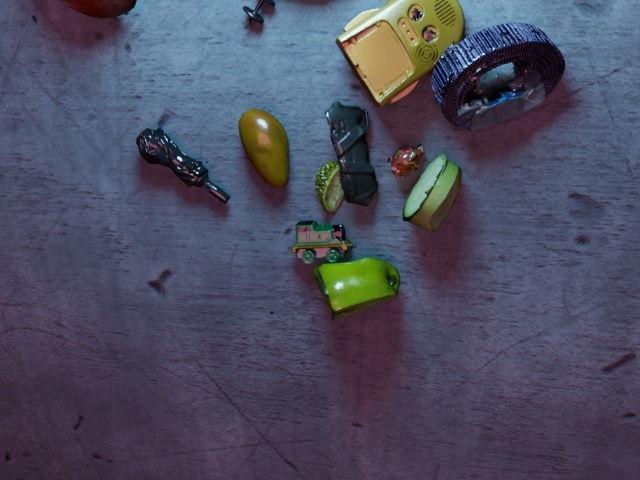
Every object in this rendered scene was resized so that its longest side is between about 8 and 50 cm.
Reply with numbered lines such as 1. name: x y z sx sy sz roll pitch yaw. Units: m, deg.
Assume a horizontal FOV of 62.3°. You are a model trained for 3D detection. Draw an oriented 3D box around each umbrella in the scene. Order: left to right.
1. umbrella: -0.430 -0.229 1.677 0.340 0.118 0.118 39 115 -10

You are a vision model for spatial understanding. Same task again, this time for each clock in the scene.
1. clock: 0.224 -0.521 1.379 0.316 0.200 0.244 -31 106 13

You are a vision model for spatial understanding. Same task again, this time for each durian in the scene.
1. durian: 0.035 -0.181 1.627 0.100 0.086 0.216 0 121 -25

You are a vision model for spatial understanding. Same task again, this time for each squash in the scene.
1. squash: 0.332 -0.126 1.497 0.133 0.220 0.220 30 115 2

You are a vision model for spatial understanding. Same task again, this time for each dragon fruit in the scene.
1. dragon fruit: 0.255 -0.236 1.543 0.116 0.086 0.081 -41 61 16

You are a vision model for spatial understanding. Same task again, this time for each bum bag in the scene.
1. bum bag: 0.103 -0.251 1.545 0.142 0.079 0.327 -27 116 -26

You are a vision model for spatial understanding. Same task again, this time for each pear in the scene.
1. pear: 0.119 0.135 1.650 0.292 0.292 0.160 -20 75 19

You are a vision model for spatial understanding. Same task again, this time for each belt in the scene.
1. belt: 0.449 -0.415 1.353 0.324 0.122 0.260 -16 143 -1

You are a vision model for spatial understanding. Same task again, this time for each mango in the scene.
1. mango: -0.157 -0.276 1.591 0.138 0.113 0.254 -15 111 18

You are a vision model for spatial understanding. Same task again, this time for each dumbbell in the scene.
1. dumbbell: -0.170 -0.647 1.461 0.069 0.069 0.147 38 114 -6

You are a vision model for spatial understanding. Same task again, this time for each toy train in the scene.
1. toy train: 0.000 0.000 1.690 0.227 0.091 0.137 -4 101 13

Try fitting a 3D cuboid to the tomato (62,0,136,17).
1. tomato: -0.645 -0.724 1.394 0.338 0.144 0.338 32 154 18
